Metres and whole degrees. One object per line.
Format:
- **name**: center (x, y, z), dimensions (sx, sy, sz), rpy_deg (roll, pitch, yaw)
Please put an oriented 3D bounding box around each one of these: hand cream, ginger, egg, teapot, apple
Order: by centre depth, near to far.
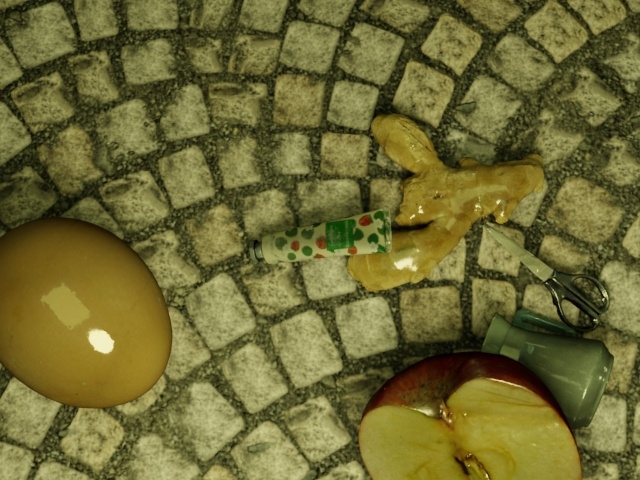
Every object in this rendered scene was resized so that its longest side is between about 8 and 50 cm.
- **apple**: center (0.265, 0.360, 1.661), dimensions (0.295, 0.329, 0.365), rpy_deg (-40, 99, -20)
- **egg**: center (-0.429, 0.128, 1.732), dimensions (0.374, 0.301, 0.301), rpy_deg (43, 79, -2)
- **teapot**: center (0.405, 0.220, 1.790), dimensions (0.225, 0.171, 0.203), rpy_deg (22, 44, 12)
- **hand cream**: center (0.000, 0.000, 1.853), dimensions (0.276, 0.059, 0.095), rpy_deg (-10, 64, 16)
- **ginger**: center (0.241, -0.061, 1.878), dimensions (0.348, 0.122, 0.363), rpy_deg (8, 65, 11)

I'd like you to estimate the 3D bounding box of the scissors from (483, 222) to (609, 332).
- **scissors**: center (0.418, 0.059, 1.850), dimensions (0.300, 0.022, 0.109), rpy_deg (37, 76, -8)
